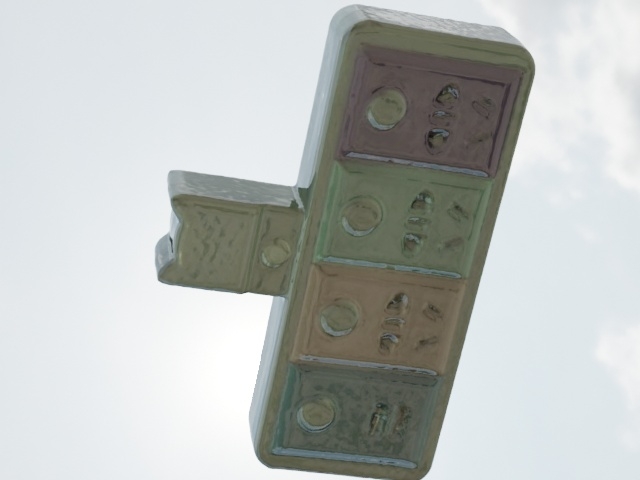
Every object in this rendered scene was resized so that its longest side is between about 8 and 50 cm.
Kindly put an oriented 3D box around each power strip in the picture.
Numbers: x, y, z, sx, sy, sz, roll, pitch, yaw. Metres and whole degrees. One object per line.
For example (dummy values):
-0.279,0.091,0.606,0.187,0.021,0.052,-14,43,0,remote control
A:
0.000,0.000,0.624,0.145,0.061,0.216,8,-70,-13,power strip
